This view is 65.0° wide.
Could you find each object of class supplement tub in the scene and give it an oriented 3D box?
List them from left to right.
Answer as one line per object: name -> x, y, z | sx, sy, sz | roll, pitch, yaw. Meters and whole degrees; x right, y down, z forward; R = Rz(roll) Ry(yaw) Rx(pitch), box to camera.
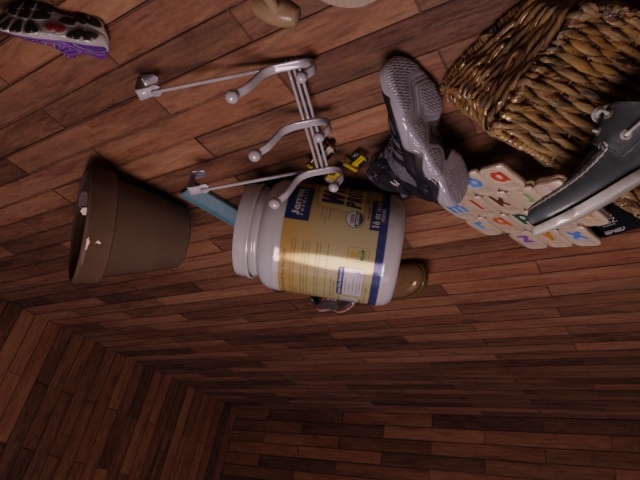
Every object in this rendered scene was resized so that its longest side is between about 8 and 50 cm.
supplement tub -> 0.000, 0.000, 1.019 | 0.317, 0.228, 0.228 | 8, 149, 4

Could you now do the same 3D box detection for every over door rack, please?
over door rack -> -0.141, -0.171, 0.869 | 0.325, 0.108, 0.239 | 0, 136, 18

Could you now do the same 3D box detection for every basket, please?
basket -> 0.359, -0.208, 0.696 | 0.299, 0.223, 0.213 | 23, 114, -18

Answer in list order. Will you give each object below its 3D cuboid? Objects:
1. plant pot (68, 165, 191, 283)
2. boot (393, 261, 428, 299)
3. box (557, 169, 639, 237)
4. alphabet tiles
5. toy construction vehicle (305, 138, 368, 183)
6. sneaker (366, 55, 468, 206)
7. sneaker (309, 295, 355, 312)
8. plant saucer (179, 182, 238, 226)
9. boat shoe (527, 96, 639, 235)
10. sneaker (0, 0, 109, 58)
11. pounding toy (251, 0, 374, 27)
plant pot -> -0.430, -0.019, 1.146 | 0.230, 0.262, 0.263 | 10, 153, -32
boot -> 0.088, 0.097, 1.203 | 0.270, 0.089, 0.236 | 11, 156, -40
box -> 0.523, -0.092, 0.844 | 0.147, 0.077, 0.180 | 31, 144, -30
alphabet tiles -> 0.360, -0.057, 0.918 | 0.278, 0.021, 0.284 | 29, 165, -22
toy construction vehicle -> 0.030, -0.153, 0.953 | 0.086, 0.035, 0.098 | 25, 138, -23
sneaker -> 0.130, -0.164, 0.831 | 0.153, 0.101, 0.268 | 3, 135, 48
sneaker -> 0.032, 0.170, 1.454 | 0.158, 0.061, 0.065 | -16, 133, 36
plant saucer -> -0.230, -0.074, 1.178 | 0.192, 0.018, 0.067 | 32, 143, -30
boat shoe -> 0.367, -0.125, 0.581 | 0.319, 0.099, 0.116 | -39, 164, 22
sneaker -> -0.421, -0.320, 0.794 | 0.170, 0.068, 0.071 | 13, 155, -5
pounding toy -> 0.011, -0.331, 0.546 | 0.154, 0.154, 0.269 | 19, 148, -4
